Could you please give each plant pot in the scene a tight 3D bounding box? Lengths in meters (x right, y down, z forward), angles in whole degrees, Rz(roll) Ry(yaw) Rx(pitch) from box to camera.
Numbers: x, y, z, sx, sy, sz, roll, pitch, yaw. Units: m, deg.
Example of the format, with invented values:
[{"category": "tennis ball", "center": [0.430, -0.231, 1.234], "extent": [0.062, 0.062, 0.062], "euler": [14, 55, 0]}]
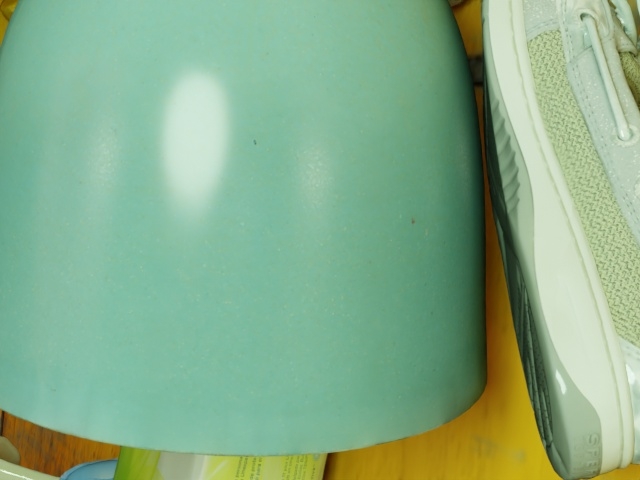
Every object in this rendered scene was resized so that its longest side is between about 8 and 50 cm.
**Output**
[{"category": "plant pot", "center": [-0.047, -0.050, 0.787], "extent": [0.293, 0.293, 0.235], "euler": [-146, 56, -65]}]

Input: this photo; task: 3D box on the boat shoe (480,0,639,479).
[{"category": "boat shoe", "center": [0.137, -0.037, 0.724], "extent": [0.118, 0.103, 0.320], "euler": [80, -176, -54]}]

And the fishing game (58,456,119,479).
[{"category": "fishing game", "center": [-0.172, 0.279, 1.264], "extent": [0.041, 0.189, 0.264], "euler": [44, -122, -69]}]

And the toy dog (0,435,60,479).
[{"category": "toy dog", "center": [-0.312, 0.386, 1.467], "extent": [0.408, 0.285, 0.395], "euler": [120, 157, -66]}]

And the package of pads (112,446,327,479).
[{"category": "package of pads", "center": [-0.068, 0.116, 1.125], "extent": [0.229, 0.101, 0.296], "euler": [-176, 98, -67]}]

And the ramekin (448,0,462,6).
[{"category": "ramekin", "center": [0.041, -0.278, 0.947], "extent": [0.277, 0.135, 0.277], "euler": [-173, 90, -67]}]

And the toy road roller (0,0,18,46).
[{"category": "toy road roller", "center": [-0.163, -0.134, 1.086], "extent": [0.241, 0.329, 0.202], "euler": [5, 53, 44]}]
